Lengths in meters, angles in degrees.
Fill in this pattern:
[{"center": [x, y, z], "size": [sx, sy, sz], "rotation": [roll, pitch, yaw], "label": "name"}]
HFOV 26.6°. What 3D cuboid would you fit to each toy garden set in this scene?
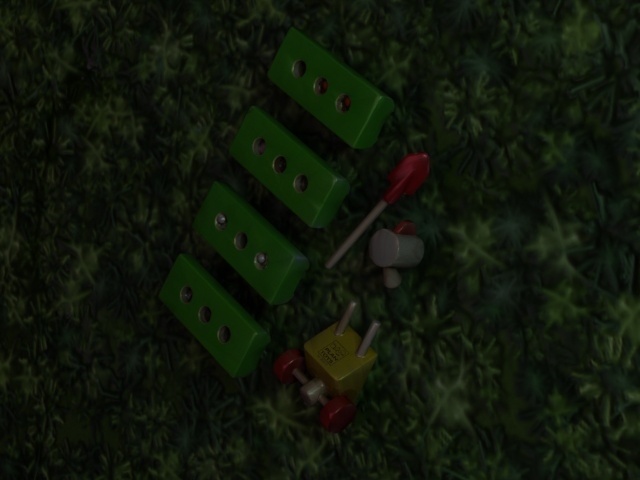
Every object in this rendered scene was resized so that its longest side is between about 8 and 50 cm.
[{"center": [0.000, 0.000, 1.001], "size": [0.204, 0.049, 0.244], "rotation": [42, 114, 35], "label": "toy garden set"}]
